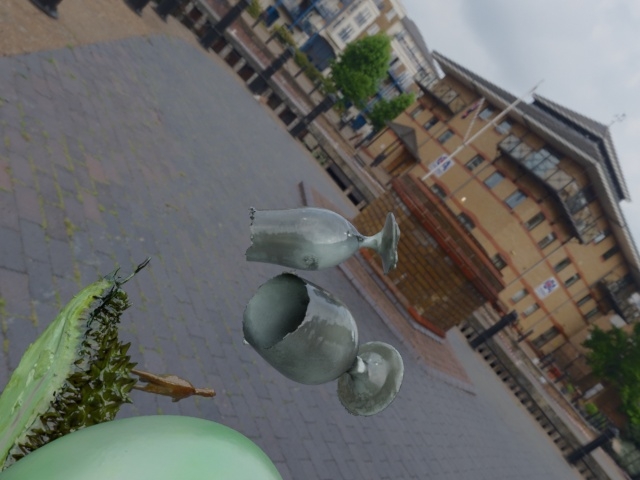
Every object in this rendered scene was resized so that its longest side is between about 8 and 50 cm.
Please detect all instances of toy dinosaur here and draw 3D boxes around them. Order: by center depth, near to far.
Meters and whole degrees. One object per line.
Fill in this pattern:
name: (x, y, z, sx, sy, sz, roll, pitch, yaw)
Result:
toy dinosaur: (-0.228, 0.217, 0.756, 0.162, 0.127, 0.039, 103, -6, -63)

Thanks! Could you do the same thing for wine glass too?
wine glass: (0.009, 0.145, 0.669, 0.241, 0.126, 0.126, 41, 15, -39)
wine glass: (0.000, 0.000, 0.744, 0.103, 0.223, 0.103, -177, -90, -89)

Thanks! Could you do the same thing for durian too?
durian: (-0.310, 0.176, 0.617, 0.106, 0.132, 0.374, 71, 27, -43)

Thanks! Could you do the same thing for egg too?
egg: (-0.150, 0.250, 0.374, 0.220, 0.270, 0.220, 168, -90, -70)
